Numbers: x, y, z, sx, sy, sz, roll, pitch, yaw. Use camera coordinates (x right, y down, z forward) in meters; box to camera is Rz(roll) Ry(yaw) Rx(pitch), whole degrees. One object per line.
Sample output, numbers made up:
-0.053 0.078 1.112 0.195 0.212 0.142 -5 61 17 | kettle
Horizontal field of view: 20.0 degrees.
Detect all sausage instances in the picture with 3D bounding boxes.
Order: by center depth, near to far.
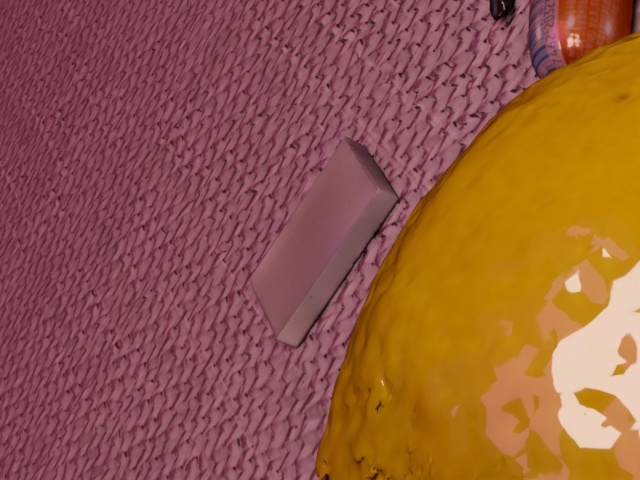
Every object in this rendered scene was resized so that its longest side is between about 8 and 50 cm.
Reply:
0.180 -0.187 1.241 0.071 0.071 0.234 -31 41 48 | sausage

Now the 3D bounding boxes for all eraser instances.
0.000 0.000 1.452 0.150 0.023 0.104 -55 28 16 | eraser

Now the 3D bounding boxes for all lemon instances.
0.184 0.079 0.702 0.387 0.350 0.350 -47 20 -23 | lemon

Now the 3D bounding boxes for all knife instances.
0.140 -0.214 1.395 0.031 0.018 0.121 -41 37 41 | knife
